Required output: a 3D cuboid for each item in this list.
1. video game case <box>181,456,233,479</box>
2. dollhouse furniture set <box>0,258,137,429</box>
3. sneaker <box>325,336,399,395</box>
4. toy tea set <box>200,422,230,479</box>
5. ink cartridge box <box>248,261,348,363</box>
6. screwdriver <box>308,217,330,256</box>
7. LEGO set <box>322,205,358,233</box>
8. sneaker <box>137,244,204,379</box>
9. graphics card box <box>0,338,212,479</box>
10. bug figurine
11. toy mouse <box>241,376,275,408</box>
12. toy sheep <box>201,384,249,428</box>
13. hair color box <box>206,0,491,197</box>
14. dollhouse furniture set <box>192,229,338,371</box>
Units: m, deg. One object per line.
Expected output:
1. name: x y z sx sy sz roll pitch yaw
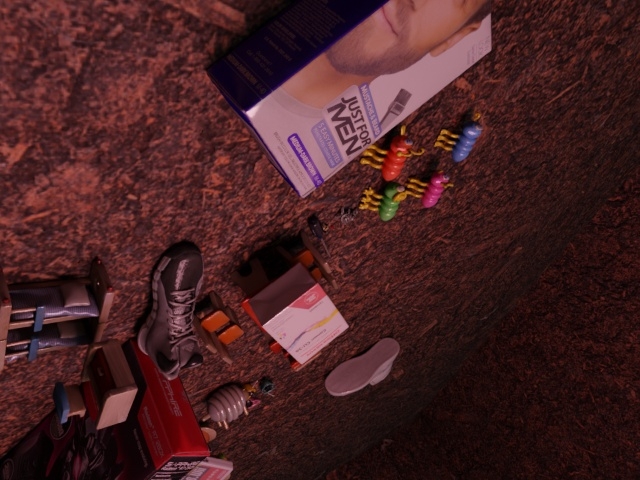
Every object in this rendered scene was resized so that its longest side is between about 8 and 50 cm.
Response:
1. video game case: -0.391 0.589 1.150 0.285 0.025 0.204 30 110 -31
2. dollhouse furniture set: -0.326 0.134 0.586 0.129 0.183 0.129 -5 135 -43
3. sneaker: 0.142 0.462 1.581 0.293 0.108 0.169 -25 143 -24
4. toy tea set: -0.360 0.614 1.283 0.200 0.124 0.336 27 117 -25
5. ink cartridge box: -0.026 0.141 0.826 0.115 0.067 0.198 -38 138 -4
6. screwdriver: 0.000 0.000 0.922 0.025 0.024 0.170 -7 154 4
7. LEGO set: 0.043 -0.038 0.907 0.083 0.023 0.054 -42 149 4
8. sneaker: -0.213 0.128 0.736 0.086 0.132 0.228 -5 129 -44
9. graphics card box: -0.383 0.375 0.793 0.371 0.233 0.094 -43 146 7
10. bug figurine: 0.196 -0.136 0.895 0.279 0.072 0.216 -19 144 -31
11. toy mouse: -0.175 0.412 1.254 0.161 0.031 0.143 -49 147 17
12. toy sheep: -0.229 0.402 1.131 0.132 0.091 0.091 -25 148 -44
13. hair color box: 0.053 -0.229 0.591 0.339 0.110 0.185 -40 148 -2
14. dollhouse furniture set: -0.082 0.148 0.909 0.262 0.135 0.259 -34 149 -8
